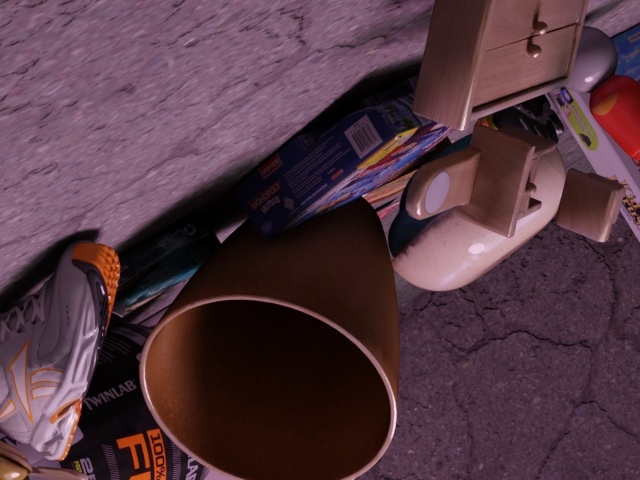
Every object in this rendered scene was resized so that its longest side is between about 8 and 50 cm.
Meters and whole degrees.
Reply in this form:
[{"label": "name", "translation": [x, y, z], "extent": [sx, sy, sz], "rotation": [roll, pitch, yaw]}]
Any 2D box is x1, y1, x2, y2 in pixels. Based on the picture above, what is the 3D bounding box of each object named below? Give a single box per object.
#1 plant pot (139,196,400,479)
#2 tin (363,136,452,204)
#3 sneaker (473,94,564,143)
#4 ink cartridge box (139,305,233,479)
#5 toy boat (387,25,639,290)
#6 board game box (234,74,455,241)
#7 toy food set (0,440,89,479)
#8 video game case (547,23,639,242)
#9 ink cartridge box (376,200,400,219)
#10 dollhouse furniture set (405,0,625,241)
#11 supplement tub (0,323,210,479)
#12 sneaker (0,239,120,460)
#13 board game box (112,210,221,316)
[{"label": "plant pot", "translation": [-0.020, 0.063, 1.675], "extent": [0.237, 0.237, 0.254], "rotation": [-36, -158, 36]}, {"label": "tin", "translation": [0.070, -0.072, 1.893], "extent": [0.190, 0.040, 0.106], "rotation": [-22, 165, -50]}, {"label": "sneaker", "translation": [0.207, -0.118, 1.948], "extent": [0.094, 0.081, 0.208], "rotation": [-30, 173, 16]}, {"label": "ink cartridge box", "translation": [-0.153, 0.227, 2.081], "extent": [0.197, 0.273, 0.114], "rotation": [-31, 172, 4]}, {"label": "toy boat", "translation": [0.191, -0.079, 1.760], "extent": [0.318, 0.148, 0.267], "rotation": [-35, 175, -14]}, {"label": "board game box", "translation": [0.052, -0.091, 1.596], "extent": [0.194, 0.060, 0.194], "rotation": [-24, 170, -48]}, {"label": "toy food set", "translation": [-0.314, 0.191, 1.562], "extent": [0.192, 0.038, 0.132], "rotation": [29, 160, -32]}, {"label": "video game case", "translation": [0.426, -0.140, 2.022], "extent": [0.269, 0.244, 0.061], "rotation": [-28, 173, -23]}, {"label": "ink cartridge box", "translation": [-0.035, 0.071, 2.322], "extent": [0.261, 0.066, 0.296], "rotation": [-26, 172, -25]}, {"label": "dollhouse furniture set", "translation": [0.261, -0.086, 1.260], "extent": [0.174, 0.356, 0.303], "rotation": [-23, 131, -52]}, {"label": "supplement tub", "translation": [-0.253, 0.213, 1.856], "extent": [0.338, 0.207, 0.207], "rotation": [-24, 170, -43]}, {"label": "sneaker", "translation": [-0.248, 0.090, 1.502], "extent": [0.099, 0.121, 0.262], "rotation": [-80, -171, -45]}, {"label": "board game box", "translation": [-0.155, 0.026, 1.684], "extent": [0.126, 0.026, 0.186], "rotation": [-31, 173, -1]}]
